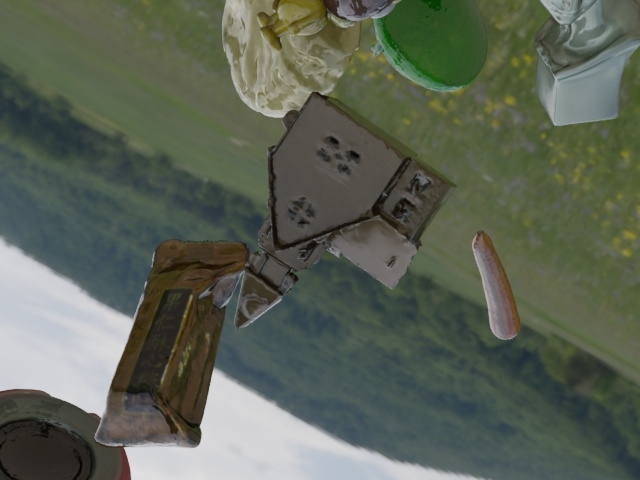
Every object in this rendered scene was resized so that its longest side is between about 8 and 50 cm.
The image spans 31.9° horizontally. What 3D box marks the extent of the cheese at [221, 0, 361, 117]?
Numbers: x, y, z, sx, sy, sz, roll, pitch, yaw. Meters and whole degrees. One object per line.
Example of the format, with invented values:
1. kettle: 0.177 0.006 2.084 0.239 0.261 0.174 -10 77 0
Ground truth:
1. cheese: -0.030 -0.268 1.351 0.117 0.226 0.214 0 155 -31

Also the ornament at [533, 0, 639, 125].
1. ornament: 0.249 -0.237 1.067 0.285 0.120 0.130 66 -176 -53

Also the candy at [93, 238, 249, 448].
1. candy: -0.165 0.114 1.297 0.143 0.271 0.101 -1 149 26

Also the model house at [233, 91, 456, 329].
1. model house: 0.000 0.000 1.119 0.176 0.248 0.181 35 -170 4

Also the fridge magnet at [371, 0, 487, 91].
1. fridge magnet: 0.162 -0.317 1.668 0.208 0.208 0.088 28 151 -22

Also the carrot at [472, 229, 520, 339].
1. carrot: 0.204 0.049 1.315 0.037 0.037 0.190 32 154 43

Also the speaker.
1. speaker: -0.420 0.349 1.583 0.294 0.294 0.294 29 -177 -1

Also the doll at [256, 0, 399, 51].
1. doll: 0.021 -0.274 1.188 0.096 0.188 0.145 49 -144 -30
